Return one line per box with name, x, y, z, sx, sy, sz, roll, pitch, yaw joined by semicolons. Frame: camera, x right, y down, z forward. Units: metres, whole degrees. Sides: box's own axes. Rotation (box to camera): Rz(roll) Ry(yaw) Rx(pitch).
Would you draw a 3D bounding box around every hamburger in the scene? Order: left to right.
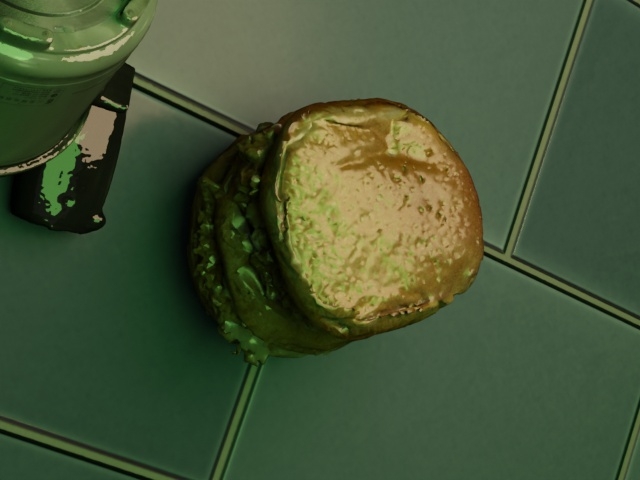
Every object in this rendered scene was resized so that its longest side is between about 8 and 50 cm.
hamburger;-0.001;-0.004;1.454;0.245;0.211;0.260;35;69;-24

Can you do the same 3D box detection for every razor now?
razor;-0.220;-0.080;1.404;0.090;0.054;0.148;14;84;-28

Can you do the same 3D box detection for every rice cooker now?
rice cooker;-0.266;-0.184;1.265;0.280;0.227;0.241;19;55;-24
